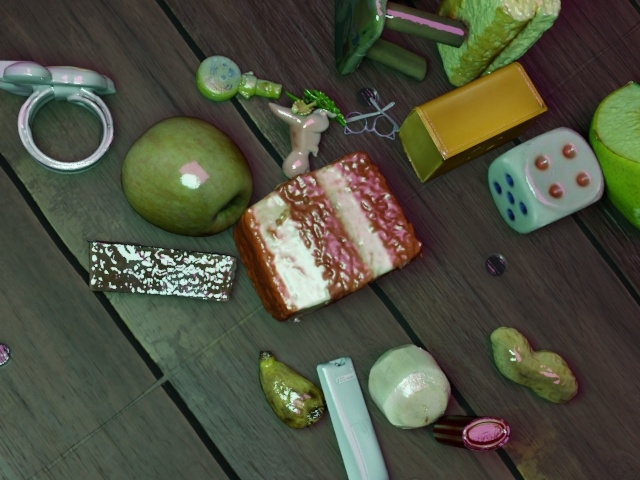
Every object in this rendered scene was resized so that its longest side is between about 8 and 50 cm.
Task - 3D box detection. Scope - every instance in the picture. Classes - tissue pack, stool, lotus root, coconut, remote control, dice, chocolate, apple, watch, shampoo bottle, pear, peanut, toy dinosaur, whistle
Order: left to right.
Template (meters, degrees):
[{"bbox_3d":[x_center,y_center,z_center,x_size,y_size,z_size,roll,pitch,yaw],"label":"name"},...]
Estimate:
[{"bbox_3d":[-0.560,-0.256,1.656,0.248,0.211,0.218,1,88,-17],"label":"watch"},{"bbox_3d":[-0.344,0.067,1.672,0.321,0.112,0.112,7,88,-9],"label":"chocolate"},{"bbox_3d":[-0.272,-0.123,1.630,0.257,0.257,0.234,-42,71,-13],"label":"apple"},{"bbox_3d":[-0.187,-0.360,1.798,0.198,0.057,0.104,10,73,-15],"label":"whistle"},{"bbox_3d":[-0.072,0.316,1.674,0.191,0.094,0.108,46,48,11],"label":"lotus root"},{"bbox_3d":[-0.051,-0.245,1.768,0.177,0.152,0.194,-45,130,-13],"label":"toy dinosaur"},{"bbox_3d":[0.077,0.396,1.678,0.103,0.051,0.294,-9,76,-48],"label":"remote control"},{"bbox_3d":[0.170,-0.543,1.760,0.226,0.310,0.311,4,81,-15],"label":"stool"},{"bbox_3d":[0.187,0.308,1.681,0.170,0.183,0.171,-8,117,-16],"label":"coconut"},{"bbox_3d":[0.298,0.395,1.624,0.102,0.260,0.064,-9,81,-11],"label":"shampoo bottle"},{"bbox_3d":[0.338,-0.268,1.790,0.274,0.194,0.145,-25,80,-13],"label":"tissue pack"},{"bbox_3d":[0.475,0.282,1.759,0.229,0.098,0.103,32,35,-3],"label":"peanut"},{"bbox_3d":[0.511,-0.136,1.790,0.193,0.194,0.192,-25,83,-14],"label":"dice"},{"bbox_3d":[0.763,-0.147,1.800,0.238,0.318,0.342,-33,43,-4],"label":"pear"}]

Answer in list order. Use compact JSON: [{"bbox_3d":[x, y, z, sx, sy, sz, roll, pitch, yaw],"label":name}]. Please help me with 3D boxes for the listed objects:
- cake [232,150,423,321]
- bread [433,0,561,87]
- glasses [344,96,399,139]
[{"bbox_3d":[0.000,0.000,1.646,0.319,0.269,0.270,-27,85,-14],"label":"cake"},{"bbox_3d":[0.380,-0.515,1.745,0.165,0.375,0.237,-7,79,-12],"label":"bread"},{"bbox_3d":[0.126,-0.281,1.801,0.139,0.104,0.063,6,77,-11],"label":"glasses"}]
